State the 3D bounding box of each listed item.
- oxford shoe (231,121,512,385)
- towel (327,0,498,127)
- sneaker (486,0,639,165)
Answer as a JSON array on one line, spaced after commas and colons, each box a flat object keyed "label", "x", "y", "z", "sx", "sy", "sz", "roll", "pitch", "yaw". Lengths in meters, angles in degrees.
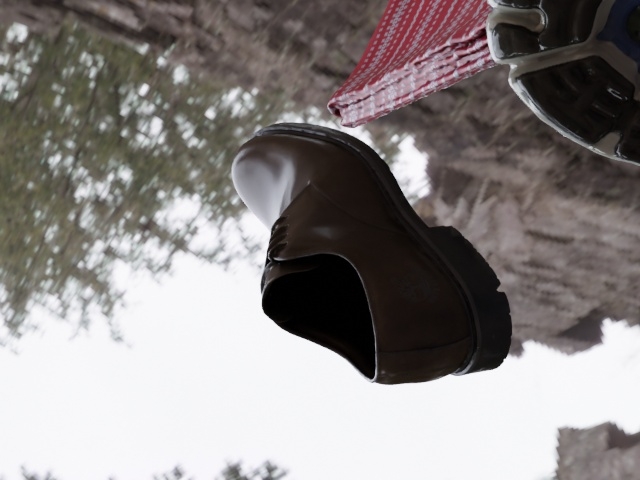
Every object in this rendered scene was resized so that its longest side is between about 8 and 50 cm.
[{"label": "oxford shoe", "x": 0.000, "y": 0.000, "z": 0.779, "sx": 0.096, "sy": 0.083, "sz": 0.227, "roll": -14, "pitch": -147, "yaw": -26}, {"label": "towel", "x": 0.100, "y": -0.177, "z": 0.887, "sx": 0.031, "sy": 0.275, "sz": 0.199, "roll": 31, "pitch": -107, "yaw": -16}, {"label": "sneaker", "x": 0.224, "y": -0.062, "z": 0.563, "sx": 0.330, "sy": 0.130, "sz": 0.147, "roll": 27, "pitch": -152, "yaw": -4}]
